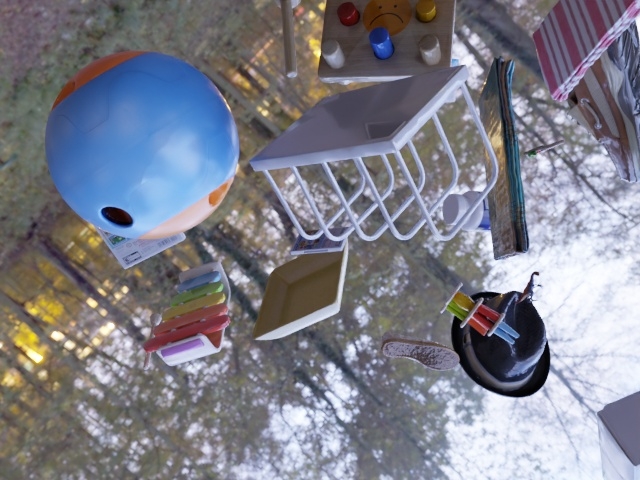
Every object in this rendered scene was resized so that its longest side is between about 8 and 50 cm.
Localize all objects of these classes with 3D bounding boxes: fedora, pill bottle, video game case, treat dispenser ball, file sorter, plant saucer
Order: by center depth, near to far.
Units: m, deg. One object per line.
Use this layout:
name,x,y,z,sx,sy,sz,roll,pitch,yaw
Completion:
file sorter,0.080,-0.109,0.973,0.278,0.173,0.193,0,-143,47
treat dispenser ball,-0.270,-0.144,1.039,0.288,0.288,0.288,-43,-166,14
video game case,-0.386,-0.030,1.410,0.157,0.143,0.019,-25,-160,14
video game case,0.000,0.000,1.527,0.122,0.011,0.087,-5,-148,20
pill bottle,0.431,-0.079,1.823,0.112,0.187,0.111,-177,-90,-69
fedora,0.526,0.259,1.859,0.334,0.334,0.152,-57,174,-36
plant saucer,-0.043,0.167,2.167,0.333,0.081,0.332,-26,-150,27

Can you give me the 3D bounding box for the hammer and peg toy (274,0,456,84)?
hammer and peg toy,0.077,-0.419,1.301,0.127,0.362,0.265,42,52,-69

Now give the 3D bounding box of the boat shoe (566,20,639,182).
boat shoe,0.482,-0.241,1.134,0.120,0.324,0.122,2,-136,41

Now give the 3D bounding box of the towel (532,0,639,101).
towel,0.375,-0.311,0.947,0.197,0.029,0.144,124,-29,-51

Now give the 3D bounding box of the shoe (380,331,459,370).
shoe,0.265,0.288,1.789,0.058,0.219,0.076,-95,-158,-66

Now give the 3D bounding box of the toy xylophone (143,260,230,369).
toy xylophone,-0.314,0.183,1.564,0.236,0.081,0.322,-22,-151,2

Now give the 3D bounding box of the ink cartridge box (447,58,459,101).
ink cartridge box,0.241,-0.393,1.624,0.062,0.182,0.104,18,-73,60

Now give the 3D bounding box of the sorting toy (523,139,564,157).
sorting toy,0.436,-0.178,1.339,0.083,0.012,0.062,-23,-174,-23

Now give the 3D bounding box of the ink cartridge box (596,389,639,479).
ink cartridge box,0.642,0.387,1.247,0.211,0.289,0.121,-26,-136,3

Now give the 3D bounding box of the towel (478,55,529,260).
towel,0.366,-0.149,1.352,0.040,0.369,0.271,-5,175,6

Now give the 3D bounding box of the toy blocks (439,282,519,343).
toy blocks,0.315,0.156,1.326,0.054,0.148,0.123,-50,166,-14

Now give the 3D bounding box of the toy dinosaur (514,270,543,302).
toy dinosaur,0.566,0.124,1.808,0.047,0.090,0.082,114,-28,-76
